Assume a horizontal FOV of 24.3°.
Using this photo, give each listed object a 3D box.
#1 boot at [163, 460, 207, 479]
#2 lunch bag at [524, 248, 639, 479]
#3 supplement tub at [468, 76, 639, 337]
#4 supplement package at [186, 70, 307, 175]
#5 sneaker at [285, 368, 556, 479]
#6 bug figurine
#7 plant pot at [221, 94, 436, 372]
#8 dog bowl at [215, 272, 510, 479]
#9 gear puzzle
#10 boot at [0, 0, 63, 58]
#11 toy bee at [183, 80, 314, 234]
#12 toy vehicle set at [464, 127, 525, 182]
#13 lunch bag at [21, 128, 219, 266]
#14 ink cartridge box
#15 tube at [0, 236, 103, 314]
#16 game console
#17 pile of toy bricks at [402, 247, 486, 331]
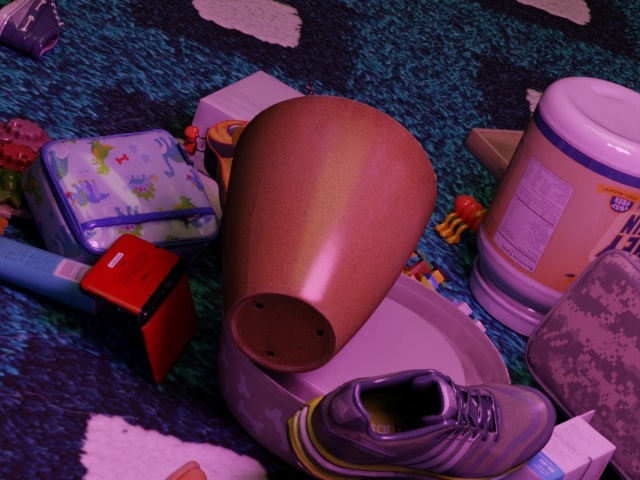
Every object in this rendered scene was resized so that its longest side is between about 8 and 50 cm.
[{"bbox_3d":[-0.104,0.304,1.386,0.152,0.073,0.197,24,41,5],"label":"boot"},{"bbox_3d":[0.441,0.182,1.827,0.256,0.212,0.305,14,28,-51],"label":"lunch bag"},{"bbox_3d":[0.349,-0.038,2.017,0.228,0.316,0.228,17,29,-10],"label":"supplement tub"},{"bbox_3d":[-0.101,-0.158,2.127,0.105,0.105,0.179,30,30,15],"label":"supplement package"},{"bbox_3d":[0.122,0.185,1.506,0.300,0.121,0.111,-2,64,-29],"label":"sneaker"},{"bbox_3d":[0.126,-0.054,2.145,0.279,0.072,0.216,-6,40,-41],"label":"bug figurine"},{"bbox_3d":[-0.011,0.011,1.602,0.237,0.237,0.254,21,42,-2],"label":"plant pot"},{"bbox_3d":[0.039,0.150,1.709,0.349,0.102,0.349,17,29,-10],"label":"dog bowl"},{"bbox_3d":[-0.423,-0.095,1.835,0.175,0.044,0.339,16,25,-12],"label":"gear puzzle"},{"bbox_3d":[-0.423,-0.333,2.253,0.086,0.069,0.190,30,37,-1],"label":"boot"},{"bbox_3d":[-0.101,-0.085,1.915,0.162,0.195,0.298,7,27,-3],"label":"toy bee"},{"bbox_3d":[0.371,-0.095,2.421,0.166,0.035,0.267,1,35,-34],"label":"toy vehicle set"},{"bbox_3d":[-0.239,-0.042,1.816,0.219,0.090,0.176,-6,63,-42],"label":"lunch bag"},{"bbox_3d":[0.262,0.264,1.668,0.060,0.104,0.180,40,34,29],"label":"ink cartridge box"},{"bbox_3d":[-0.343,0.027,1.710,0.207,0.052,0.080,20,16,8],"label":"tube"},{"bbox_3d":[-0.203,0.074,1.685,0.124,0.085,0.144,24,28,4],"label":"game console"},{"bbox_3d":[0.101,0.065,1.893,0.212,0.105,0.118,52,-6,-14],"label":"pile of toy bricks"}]
